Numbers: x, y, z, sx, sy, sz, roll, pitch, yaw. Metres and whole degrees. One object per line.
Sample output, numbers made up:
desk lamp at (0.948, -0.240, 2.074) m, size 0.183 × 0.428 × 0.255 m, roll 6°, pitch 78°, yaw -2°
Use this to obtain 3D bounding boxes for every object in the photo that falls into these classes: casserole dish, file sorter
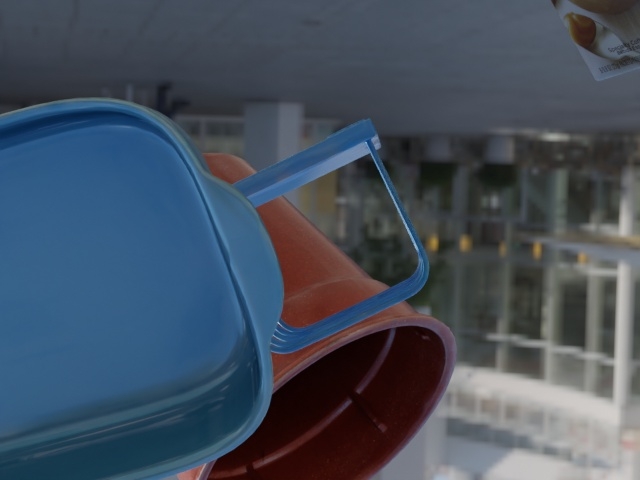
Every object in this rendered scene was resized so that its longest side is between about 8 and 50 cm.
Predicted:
casserole dish at (-0.097, 0.022, 0.466) m, size 0.188 × 0.114 × 0.037 m, roll -16°, pitch -167°, yaw 15°
file sorter at (0.000, 0.000, 0.982) m, size 0.118 × 0.104 × 0.170 m, roll -25°, pitch 180°, yaw 3°

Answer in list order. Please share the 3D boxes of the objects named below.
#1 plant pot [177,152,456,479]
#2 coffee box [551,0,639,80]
plant pot at (-0.067, 0.078, 1.408) m, size 0.272 × 0.272 × 0.265 m, roll -2°, pitch -137°, yaw -48°
coffee box at (0.222, -0.261, 1.211) m, size 0.098 × 0.246 × 0.141 m, roll -38°, pitch -168°, yaw -30°
